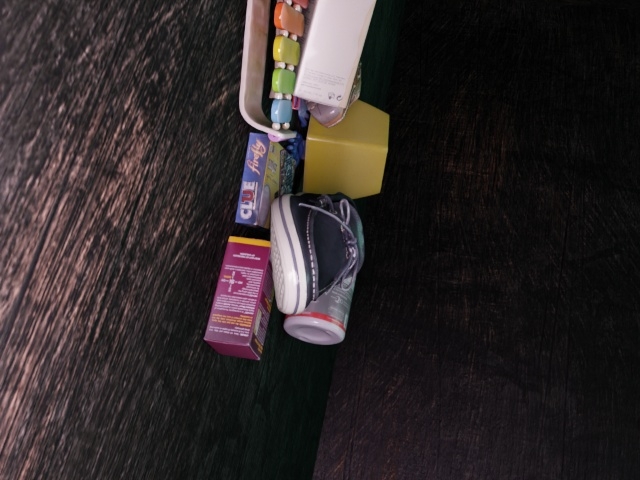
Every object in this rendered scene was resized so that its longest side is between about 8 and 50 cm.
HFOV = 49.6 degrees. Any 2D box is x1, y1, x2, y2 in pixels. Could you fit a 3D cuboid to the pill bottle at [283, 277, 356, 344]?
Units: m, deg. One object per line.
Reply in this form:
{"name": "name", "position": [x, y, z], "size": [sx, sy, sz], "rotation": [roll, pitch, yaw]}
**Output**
{"name": "pill bottle", "position": [0.008, 0.117, 1.828], "size": [0.161, 0.161, 0.283], "rotation": [81, 19, -62]}

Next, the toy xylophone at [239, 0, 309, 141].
{"name": "toy xylophone", "position": [-0.069, -0.337, 1.200], "size": [0.236, 0.081, 0.322], "rotation": [-59, 156, -68]}

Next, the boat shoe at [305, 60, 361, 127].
{"name": "boat shoe", "position": [0.046, -0.358, 1.573], "size": [0.116, 0.123, 0.324], "rotation": [48, 34, -35]}

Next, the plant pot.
{"name": "plant pot", "position": [0.064, -0.219, 1.672], "size": [0.212, 0.187, 0.212], "rotation": [96, 2, -46]}

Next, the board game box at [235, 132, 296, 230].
{"name": "board game box", "position": [-0.100, -0.100, 1.339], "size": [0.243, 0.042, 0.164], "rotation": [29, 70, -80]}

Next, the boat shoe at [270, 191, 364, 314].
{"name": "boat shoe", "position": [0.000, 0.000, 1.246], "size": [0.500, 0.156, 0.186], "rotation": [-67, 155, -78]}

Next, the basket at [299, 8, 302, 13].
{"name": "basket", "position": [0.014, -0.532, 1.470], "size": [0.167, 0.103, 0.113], "rotation": [-62, 158, -63]}

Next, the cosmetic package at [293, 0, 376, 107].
{"name": "cosmetic package", "position": [0.026, -0.426, 1.324], "size": [0.160, 0.113, 0.309], "rotation": [-112, -143, -65]}

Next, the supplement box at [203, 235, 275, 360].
{"name": "supplement box", "position": [-0.132, 0.101, 1.200], "size": [0.104, 0.081, 0.188], "rotation": [76, 23, -66]}

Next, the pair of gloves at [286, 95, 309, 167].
{"name": "pair of gloves", "position": [-0.050, -0.257, 1.579], "size": [0.159, 0.023, 0.198], "rotation": [-17, 115, -79]}
